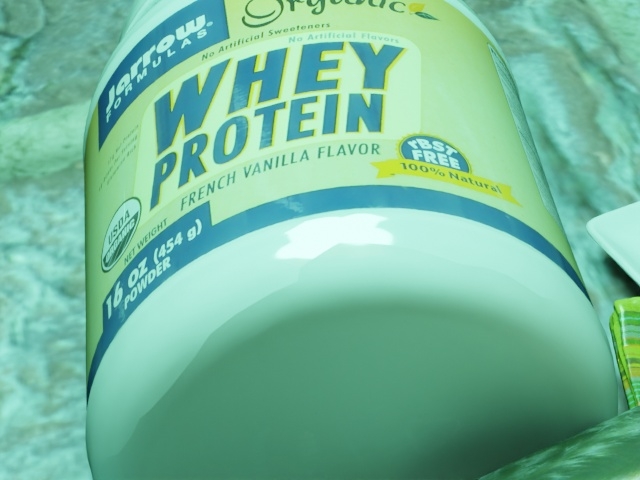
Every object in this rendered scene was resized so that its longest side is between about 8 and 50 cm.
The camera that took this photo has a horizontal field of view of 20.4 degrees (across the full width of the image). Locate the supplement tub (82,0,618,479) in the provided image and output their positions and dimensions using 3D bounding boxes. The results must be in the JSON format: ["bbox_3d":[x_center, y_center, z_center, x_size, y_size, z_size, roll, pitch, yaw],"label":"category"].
[{"bbox_3d":[0.000,0.000,0.857,0.228,0.228,0.316,-8,38,-2],"label":"supplement tub"}]

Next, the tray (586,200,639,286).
[{"bbox_3d":[0.297,-0.004,0.976,0.270,0.030,0.145,-19,39,-15],"label":"tray"}]

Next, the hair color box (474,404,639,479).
[{"bbox_3d":[0.167,0.181,0.578,0.185,0.113,0.374,-24,21,-5],"label":"hair color box"}]

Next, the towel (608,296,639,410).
[{"bbox_3d":[0.205,0.114,0.821,0.102,0.021,0.237,-9,47,2],"label":"towel"}]
